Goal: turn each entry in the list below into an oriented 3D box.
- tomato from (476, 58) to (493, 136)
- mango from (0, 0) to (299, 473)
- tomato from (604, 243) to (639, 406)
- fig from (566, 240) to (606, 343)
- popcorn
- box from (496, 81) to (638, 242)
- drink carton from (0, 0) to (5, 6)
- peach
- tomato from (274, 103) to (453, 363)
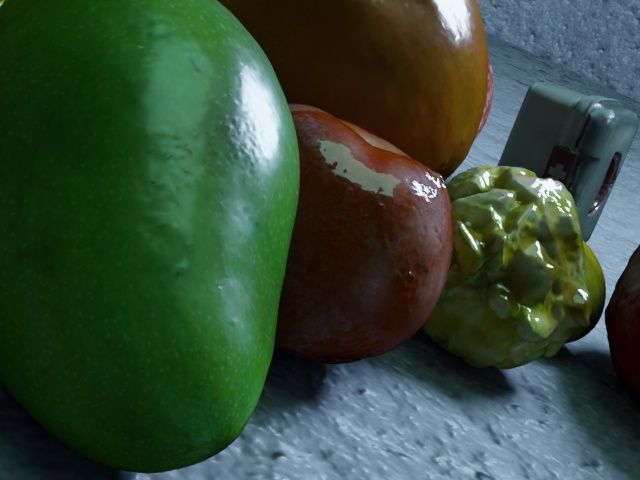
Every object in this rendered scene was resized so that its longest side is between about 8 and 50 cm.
[{"bbox_3d":[0.066,-0.188,1.507,0.270,0.270,0.227,34,64,20],"label":"tomato"},{"bbox_3d":[-0.119,-0.024,0.817,0.225,0.201,0.382,0,52,-21],"label":"mango"},{"bbox_3d":[0.397,0.045,1.272,0.176,0.289,0.335,25,27,5],"label":"tomato"},{"bbox_3d":[0.230,0.043,1.316,0.136,0.121,0.153,39,-3,25],"label":"fig"},{"bbox_3d":[0.159,0.022,1.167,0.167,0.185,0.187,-7,38,9],"label":"popcorn"},{"bbox_3d":[0.316,-0.099,1.672,0.129,0.210,0.148,28,17,27],"label":"box"},{"bbox_3d":[-0.333,-0.218,1.295,0.200,0.084,0.074,19,30,-26],"label":"drink carton"},{"bbox_3d":[0.003,-0.155,1.221,0.301,0.343,0.343,53,13,-15],"label":"peach"},{"bbox_3d":[0.000,0.000,1.000,0.208,0.184,0.208,27,7,-4],"label":"tomato"}]
